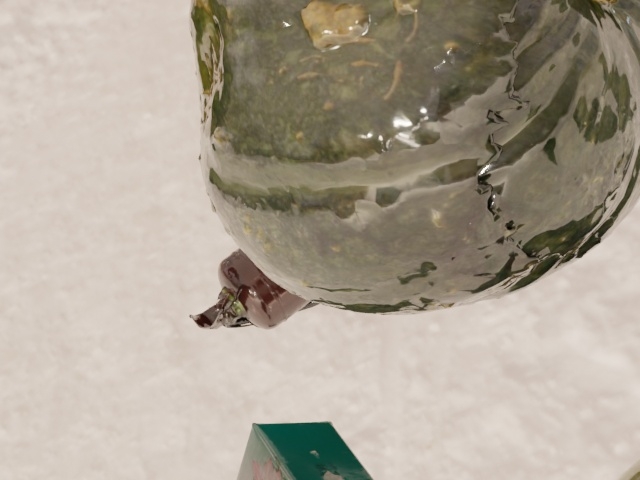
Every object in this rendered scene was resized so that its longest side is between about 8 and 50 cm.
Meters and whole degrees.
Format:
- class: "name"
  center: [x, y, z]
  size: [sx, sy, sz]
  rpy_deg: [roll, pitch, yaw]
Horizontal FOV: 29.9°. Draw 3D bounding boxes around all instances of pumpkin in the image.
- class: "pumpkin"
  center: [0.058, -0.128, 0.644]
  size: [0.257, 0.327, 0.292]
  rpy_deg: [1, 18, 42]

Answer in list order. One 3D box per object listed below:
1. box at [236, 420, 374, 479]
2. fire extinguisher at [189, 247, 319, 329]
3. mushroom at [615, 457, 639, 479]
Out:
- class: "box"
  center: [0.003, 0.292, 1.089]
  size: [0.092, 0.153, 0.245]
  rpy_deg: [4, 24, -29]
- class: "fire extinguisher"
  center: [0.000, 0.000, 1.305]
  size: [0.341, 0.141, 0.105]
  rpy_deg: [-37, 71, -16]
- class: "mushroom"
  center: [0.332, 0.295, 0.858]
  size: [0.352, 0.352, 0.260]
  rpy_deg: [-37, -1, -22]
